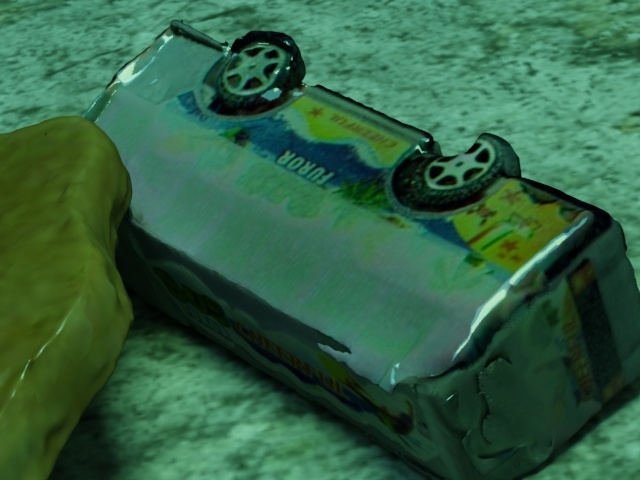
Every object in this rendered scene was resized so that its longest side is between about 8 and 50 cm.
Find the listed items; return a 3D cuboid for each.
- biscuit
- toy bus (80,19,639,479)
[{"bbox_3d":[-0.251,0.081,0.847,0.365,0.062,0.385,-5,39,32],"label":"biscuit"},{"bbox_3d":[0.000,0.000,0.904,0.138,0.112,0.317,-41,41,-22],"label":"toy bus"}]
